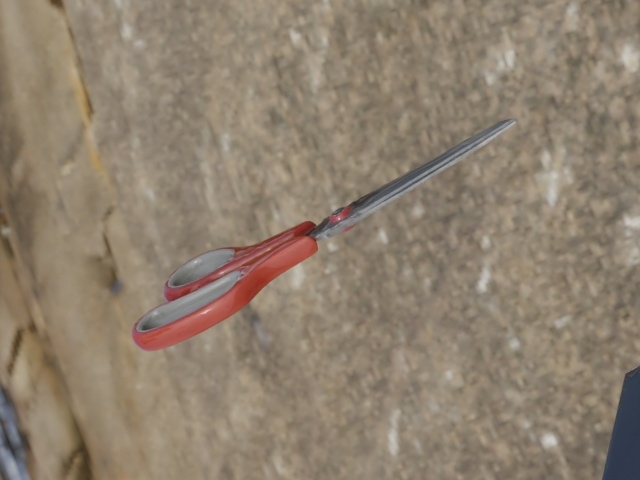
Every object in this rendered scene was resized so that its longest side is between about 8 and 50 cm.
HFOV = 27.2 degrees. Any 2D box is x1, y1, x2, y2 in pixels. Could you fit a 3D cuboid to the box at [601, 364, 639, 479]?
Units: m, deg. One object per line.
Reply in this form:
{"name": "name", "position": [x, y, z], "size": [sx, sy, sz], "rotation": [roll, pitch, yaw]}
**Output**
{"name": "box", "position": [0.339, 0.248, 1.142], "size": [0.184, 0.261, 0.103], "rotation": [27, 149, -9]}

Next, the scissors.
{"name": "scissors", "position": [0.000, 0.000, 0.905], "size": [0.021, 0.297, 0.109], "rotation": [60, -158, -19]}
